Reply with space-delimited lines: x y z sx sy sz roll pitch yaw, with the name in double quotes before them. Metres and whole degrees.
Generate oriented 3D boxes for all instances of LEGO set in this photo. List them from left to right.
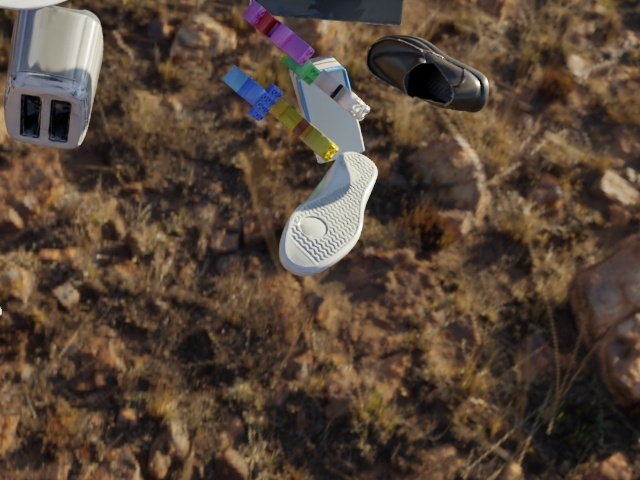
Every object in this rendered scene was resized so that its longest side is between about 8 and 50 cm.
"LEGO set" -0.014 -0.138 0.979 0.093 0.087 0.227 43 7 25

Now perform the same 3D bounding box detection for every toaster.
"toaster" -0.381 -0.232 1.380 0.129 0.227 0.146 8 62 -16

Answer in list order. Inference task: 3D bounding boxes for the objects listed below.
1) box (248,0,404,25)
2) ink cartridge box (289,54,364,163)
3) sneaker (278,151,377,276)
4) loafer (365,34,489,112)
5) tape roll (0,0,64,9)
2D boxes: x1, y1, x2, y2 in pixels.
"box" 0.034 -0.713 1.833 0.298 0.471 0.479 6 31 -1
"ink cartridge box" 0.008 -0.233 1.683 0.086 0.148 0.203 -15 19 0
"sneaker" 0.001 0.000 1.362 0.094 0.151 0.256 29 42 4
"loafer" 0.143 -0.249 1.417 0.220 0.080 0.078 28 26 38
"tape roll" -0.341 -0.391 1.027 0.286 0.286 0.100 -24 27 -32
